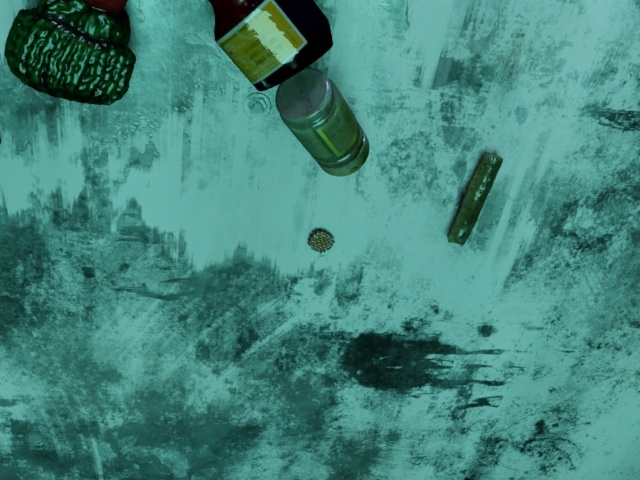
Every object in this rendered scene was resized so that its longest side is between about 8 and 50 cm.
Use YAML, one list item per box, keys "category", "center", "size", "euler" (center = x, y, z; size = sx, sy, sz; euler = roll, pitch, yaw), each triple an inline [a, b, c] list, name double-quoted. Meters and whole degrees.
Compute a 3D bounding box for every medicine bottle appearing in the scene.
- category: "medicine bottle"
  center: [0.010, -0.290, 1.668]
  size: [0.151, 0.151, 0.322]
  euler: [-27, 155, 10]
- category: "medicine bottle"
  center: [-0.164, -0.554, 1.511]
  size: [0.242, 0.242, 0.395]
  euler: [-33, 109, 14]

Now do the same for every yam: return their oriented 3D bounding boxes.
- category: "yam"
  center: [0.459, -0.120, 1.992]
  size: [0.071, 0.067, 0.317]
  euler: [16, 120, -4]

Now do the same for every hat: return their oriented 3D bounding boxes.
- category: "hat"
  center: [-0.538, -0.491, 1.502]
  size: [0.274, 0.242, 0.332]
  euler: [8, 117, -43]

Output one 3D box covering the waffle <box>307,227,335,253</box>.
- category: "waffle"
  center: [0.000, 0.000, 2.027]
  size: [0.083, 0.029, 0.075]
  euler: [27, 114, -21]
